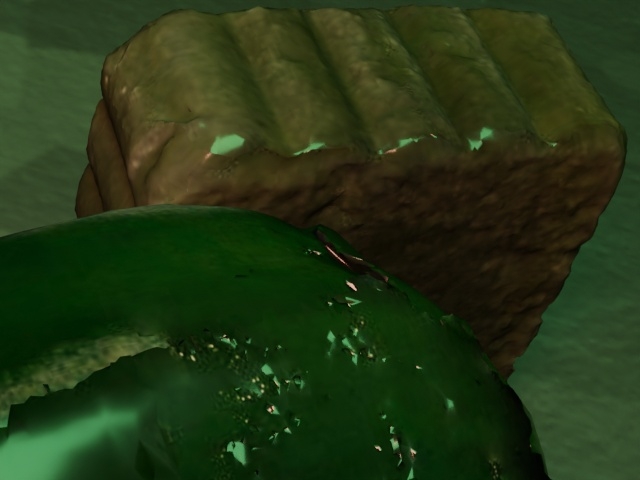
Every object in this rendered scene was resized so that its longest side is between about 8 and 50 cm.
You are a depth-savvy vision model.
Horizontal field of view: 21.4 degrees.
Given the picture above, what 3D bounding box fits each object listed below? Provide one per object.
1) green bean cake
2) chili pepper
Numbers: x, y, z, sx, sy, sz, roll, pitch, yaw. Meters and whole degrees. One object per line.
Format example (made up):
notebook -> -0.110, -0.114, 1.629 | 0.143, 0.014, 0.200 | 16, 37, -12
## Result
green bean cake -> 0.000, 0.000, 0.635 | 0.183, 0.185, 0.094 | -5, 48, -22
chili pepper -> -0.067, 0.125, 0.467 | 0.257, 0.248, 0.233 | -15, 57, -31
